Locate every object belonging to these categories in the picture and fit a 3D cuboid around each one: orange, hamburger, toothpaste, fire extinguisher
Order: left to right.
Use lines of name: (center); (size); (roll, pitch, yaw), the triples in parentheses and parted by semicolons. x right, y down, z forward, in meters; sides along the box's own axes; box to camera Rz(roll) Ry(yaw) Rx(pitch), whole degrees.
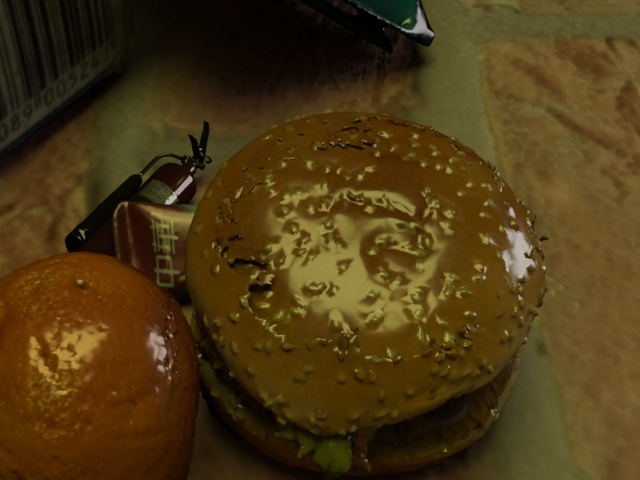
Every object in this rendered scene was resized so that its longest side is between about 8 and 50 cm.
orange: (-0.113, 0.071, 0.488); (0.117, 0.135, 0.135); (12, 42, -6)
fire extinguisher: (-0.120, -0.009, 0.655); (0.049, 0.035, 0.173); (-16, 27, 42)
toothpaste: (0.000, 0.000, 0.635); (0.239, 0.039, 0.062); (-4, 81, -8)
hamburger: (0.027, 0.020, 0.542); (0.191, 0.118, 0.182); (-14, 64, -18)

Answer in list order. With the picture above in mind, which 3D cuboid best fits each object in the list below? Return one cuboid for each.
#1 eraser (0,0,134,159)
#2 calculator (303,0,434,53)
eraser: (-0.251, -0.106, 0.667); (0.101, 0.155, 0.332); (21, 47, 23)
calculator: (-0.068, -0.240, 0.789); (0.274, 0.058, 0.248); (37, 10, 36)
